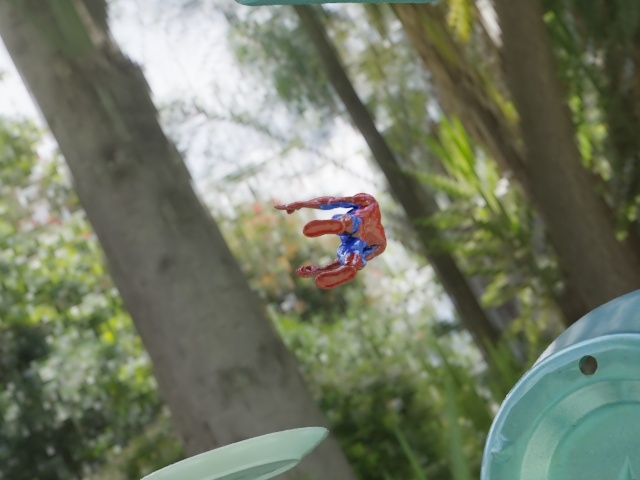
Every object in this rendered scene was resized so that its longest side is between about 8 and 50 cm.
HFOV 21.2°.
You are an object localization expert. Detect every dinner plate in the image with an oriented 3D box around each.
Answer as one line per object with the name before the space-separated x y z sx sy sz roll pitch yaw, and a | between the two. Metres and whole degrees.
dinner plate | -0.060 0.156 1.162 0.141 0.017 0.141 -17 -13 -4

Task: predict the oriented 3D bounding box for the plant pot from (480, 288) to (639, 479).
plant pot | 0.227 0.147 1.070 0.271 0.272 0.255 -38 -20 21

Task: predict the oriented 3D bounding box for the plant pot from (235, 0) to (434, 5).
plant pot | 0.080 -0.349 1.512 0.247 0.247 0.252 -7 3 -35

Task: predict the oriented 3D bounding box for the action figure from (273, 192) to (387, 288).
action figure | 0.000 0.000 2.012 0.139 0.091 0.280 -11 6 15
